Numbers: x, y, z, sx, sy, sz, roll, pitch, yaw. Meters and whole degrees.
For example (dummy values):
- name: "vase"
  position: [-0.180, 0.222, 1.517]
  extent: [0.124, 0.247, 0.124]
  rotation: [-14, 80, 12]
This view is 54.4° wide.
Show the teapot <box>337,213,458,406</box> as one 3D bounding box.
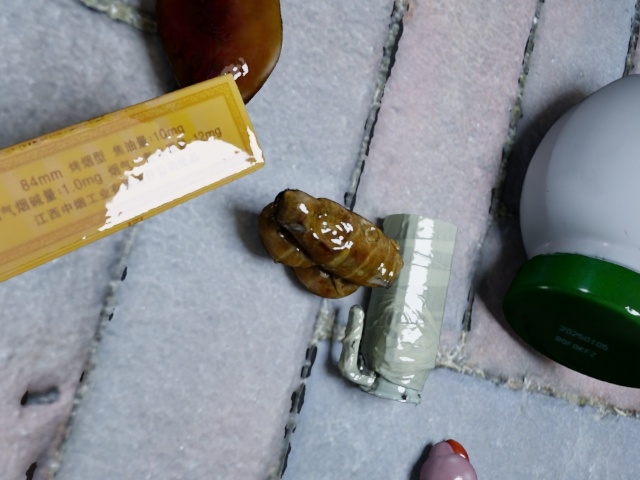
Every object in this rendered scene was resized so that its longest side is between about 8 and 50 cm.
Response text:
- name: "teapot"
  position: [0.081, 0.072, 0.678]
  extent: [0.107, 0.077, 0.200]
  rotation: [14, 82, -27]

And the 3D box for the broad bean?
- name: "broad bean"
  position: [-0.091, -0.200, 0.570]
  extent: [0.114, 0.084, 0.165]
  rotation: [-9, 88, -27]

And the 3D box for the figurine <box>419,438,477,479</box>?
- name: "figurine"
  position: [0.148, 0.277, 0.723]
  extent: [0.071, 0.067, 0.083]
  rotation: [3, 71, -52]

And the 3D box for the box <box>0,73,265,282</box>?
- name: "box"
  position: [-0.198, -0.029, 0.447]
  extent: [0.274, 0.174, 0.076]
  rotation: [-28, 103, -29]

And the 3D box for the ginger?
- name: "ginger"
  position: [0.000, 0.000, 0.618]
  extent: [0.162, 0.103, 0.073]
  rotation: [36, 49, -33]

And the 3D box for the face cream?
- name: "face cream"
  position: [0.396, -0.019, 0.782]
  extent: [0.313, 0.219, 0.356]
  rotation: [37, 69, -9]
